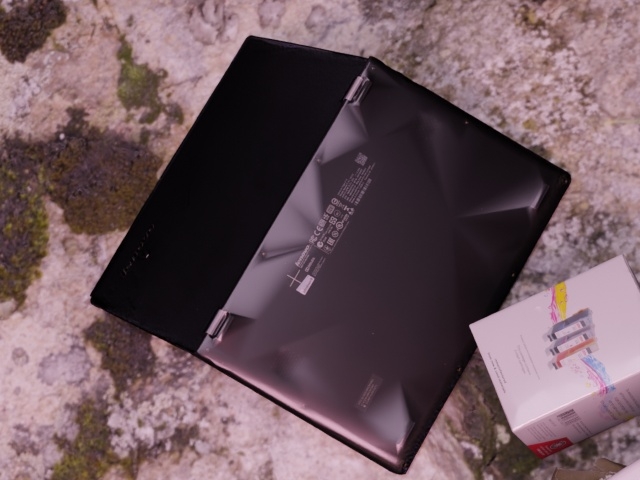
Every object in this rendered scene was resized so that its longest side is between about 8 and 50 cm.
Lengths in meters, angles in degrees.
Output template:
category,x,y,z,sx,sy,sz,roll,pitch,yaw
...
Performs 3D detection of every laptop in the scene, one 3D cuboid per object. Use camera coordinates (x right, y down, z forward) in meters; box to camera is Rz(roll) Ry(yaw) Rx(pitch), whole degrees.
category,x,y,z,sx,sy,sz,roll,pitch,yaw
laptop,0.000,0.000,2.021,0.408,0.236,0.382,30,83,0

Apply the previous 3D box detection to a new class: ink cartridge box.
category,x,y,z,sx,sy,sz,roll,pitch,yaw
ink cartridge box,0.266,0.120,1.805,0.176,0.128,0.127,-25,63,10

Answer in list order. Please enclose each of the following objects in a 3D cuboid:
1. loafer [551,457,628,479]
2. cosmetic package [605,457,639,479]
category,x,y,z,sx,sy,sz,roll,pitch,yaw
loafer,0.296,0.242,1.786,0.148,0.056,0.050,-10,73,18
cosmetic package,0.304,0.326,1.655,0.453,0.230,0.161,-34,62,7
